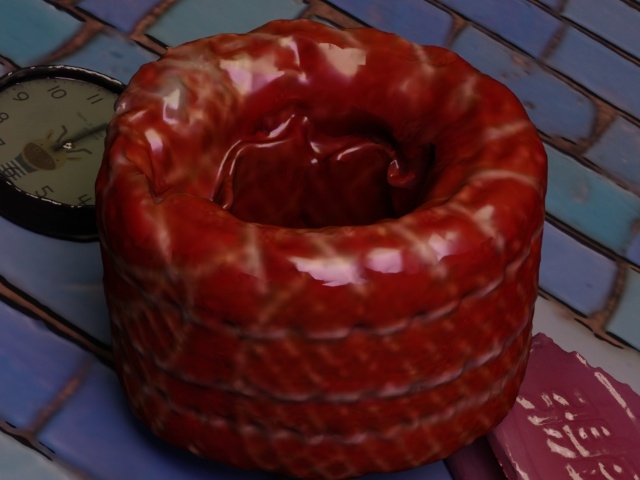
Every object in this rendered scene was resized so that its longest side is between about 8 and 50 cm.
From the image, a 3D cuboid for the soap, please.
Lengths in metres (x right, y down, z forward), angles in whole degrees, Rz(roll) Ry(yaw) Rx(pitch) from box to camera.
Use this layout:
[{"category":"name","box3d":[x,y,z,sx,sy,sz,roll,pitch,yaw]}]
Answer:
[{"category":"soap","box3d":[0.206,0.201,1.137,0.162,0.099,0.250,-14,58,-24]}]

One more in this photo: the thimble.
[{"category":"thimble","box3d":[0.000,0.000,1.082,0.350,0.231,0.350,1,39,-1]}]

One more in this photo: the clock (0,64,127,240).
[{"category":"clock","box3d":[-0.223,-0.083,1.232,0.184,0.040,0.185,12,48,-13]}]
